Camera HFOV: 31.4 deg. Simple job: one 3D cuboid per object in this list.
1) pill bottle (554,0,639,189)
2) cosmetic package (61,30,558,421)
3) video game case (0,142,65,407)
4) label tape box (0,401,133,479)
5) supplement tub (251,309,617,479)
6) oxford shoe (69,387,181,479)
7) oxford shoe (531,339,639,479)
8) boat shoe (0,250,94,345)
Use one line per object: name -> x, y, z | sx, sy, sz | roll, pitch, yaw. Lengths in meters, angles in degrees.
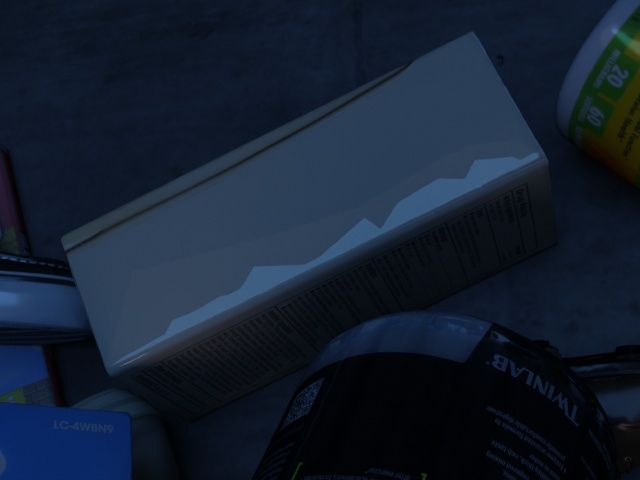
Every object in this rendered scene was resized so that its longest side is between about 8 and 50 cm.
pill bottle -> 0.291, -0.063, 0.752 | 0.245, 0.136, 0.136 | 39, 83, 23
cosmetic package -> 0.000, 0.000, 0.793 | 0.309, 0.160, 0.113 | -27, 66, 3
video game case -> -0.321, 0.077, 0.918 | 0.204, 0.025, 0.285 | -21, 67, 6
label tape box -> -0.228, 0.258, 0.590 | 0.249, 0.115, 0.348 | 8, 53, -21
supplement tub -> 0.034, 0.216, 0.609 | 0.207, 0.207, 0.338 | 11, 42, 17
oxford shoe -> -0.259, 0.272, 0.724 | 0.449, 0.169, 0.130 | -36, 73, -22
oxford shoe -> 0.203, 0.116, 0.753 | 0.227, 0.083, 0.096 | -1, 88, 15
boat shoe -> -0.315, 0.006, 0.861 | 0.335, 0.121, 0.119 | 7, 77, 19
